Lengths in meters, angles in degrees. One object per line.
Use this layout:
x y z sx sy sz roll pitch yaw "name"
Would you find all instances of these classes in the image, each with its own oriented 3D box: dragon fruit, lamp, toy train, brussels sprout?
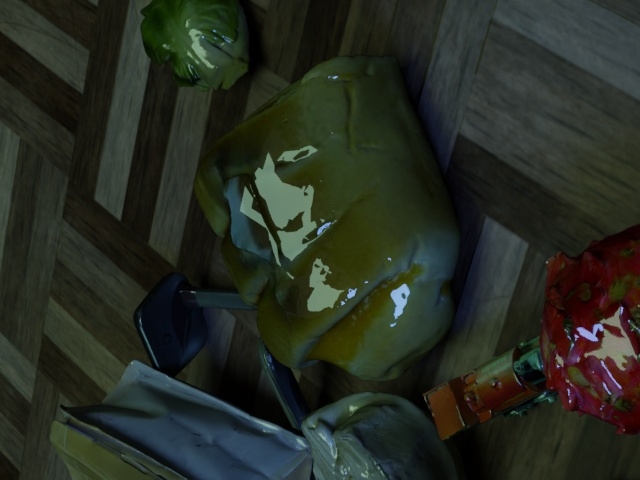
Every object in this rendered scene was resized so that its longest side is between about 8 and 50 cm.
0.324 0.070 1.418 0.268 0.205 0.210 -25 109 13 "dragon fruit"
-0.096 0.157 1.988 0.283 0.124 0.203 13 131 44 "lamp"
0.200 0.143 1.624 0.176 0.118 0.074 -35 75 48 "toy train"
-0.154 -0.260 1.947 0.139 0.100 0.181 -55 40 22 "brussels sprout"

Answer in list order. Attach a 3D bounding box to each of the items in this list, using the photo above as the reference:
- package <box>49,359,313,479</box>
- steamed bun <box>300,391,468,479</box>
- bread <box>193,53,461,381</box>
-0.187 0.301 1.920 0.311 0.165 0.221 22 109 34 "package"
0.084 0.256 1.769 0.211 0.144 0.218 46 160 41 "steamed bun"
0.000 0.000 1.750 0.300 0.210 0.341 -27 79 50 "bread"
